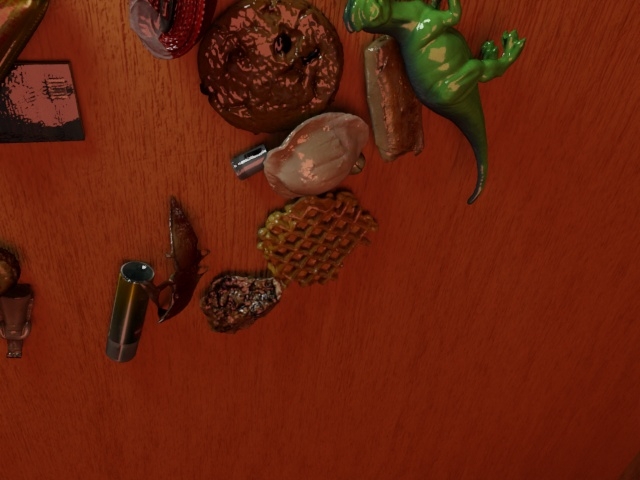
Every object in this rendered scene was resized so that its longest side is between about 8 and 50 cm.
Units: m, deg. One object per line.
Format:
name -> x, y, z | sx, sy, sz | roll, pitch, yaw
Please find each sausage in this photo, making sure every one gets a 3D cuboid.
sausage -> -0.550, -0.348, 0.920 | 0.317, 0.125, 0.117 | -48, 159, 13

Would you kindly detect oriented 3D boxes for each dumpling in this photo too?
dumpling -> -0.014, -0.187, 1.180 | 0.252, 0.131, 0.179 | -30, 142, 11

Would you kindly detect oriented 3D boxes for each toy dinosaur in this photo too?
toy dinosaur -> 0.219, -0.275, 1.120 | 0.374, 0.144, 0.500 | -9, 118, -20
toy dinosaur -> -0.355, 0.077, 1.330 | 0.206, 0.113, 0.327 | -47, 158, -24

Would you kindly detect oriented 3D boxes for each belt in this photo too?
belt -> -0.246, -0.423, 0.953 | 0.128, 0.124, 0.201 | 17, 129, -6

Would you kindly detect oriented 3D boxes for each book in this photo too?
book -> -0.580, -0.260, 1.053 | 0.228, 0.024, 0.160 | -4, 127, -11

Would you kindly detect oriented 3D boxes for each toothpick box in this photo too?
toothpick box -> -0.149, -0.172, 1.219 | 0.083, 0.052, 0.052 | -27, 129, 5

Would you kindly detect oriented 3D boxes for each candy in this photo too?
candy -> 0.014, -0.148, 1.292 | 0.202, 0.061, 0.061 | -28, 130, 19

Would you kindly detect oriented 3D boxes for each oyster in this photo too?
oyster -> -0.209, 0.180, 1.468 | 0.214, 0.083, 0.223 | -4, 135, -8

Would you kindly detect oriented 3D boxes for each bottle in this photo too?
bottle -> -0.481, 0.185, 1.394 | 0.082, 0.082, 0.286 | 9, 125, -21

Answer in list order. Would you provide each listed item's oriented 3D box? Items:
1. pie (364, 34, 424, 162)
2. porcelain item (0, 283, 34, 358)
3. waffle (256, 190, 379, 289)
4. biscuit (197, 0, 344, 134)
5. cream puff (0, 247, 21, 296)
pie -> 0.162, -0.296, 1.189 | 0.128, 0.068, 0.282 | -26, 124, -15
porcelain item -> -0.743, 0.200, 1.353 | 0.084, 0.054, 0.213 | 8, 124, -17
waffle -> -0.008, 0.005, 1.393 | 0.300, 0.058, 0.281 | -32, 130, 11
biscuit -> -0.094, -0.335, 1.091 | 0.295, 0.075, 0.296 | -7, 129, -9
cream puff -> -0.742, 0.060, 1.225 | 0.149, 0.084, 0.149 | -8, 125, -11
